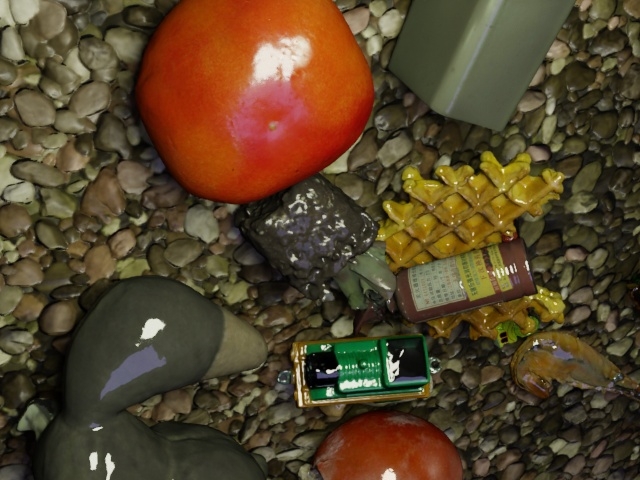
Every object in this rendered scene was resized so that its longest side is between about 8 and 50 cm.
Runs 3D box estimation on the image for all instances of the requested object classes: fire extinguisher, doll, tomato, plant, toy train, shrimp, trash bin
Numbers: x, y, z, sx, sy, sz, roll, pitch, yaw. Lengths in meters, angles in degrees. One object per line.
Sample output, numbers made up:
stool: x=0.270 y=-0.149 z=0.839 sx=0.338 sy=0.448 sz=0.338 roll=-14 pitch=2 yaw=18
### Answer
fire extinguisher: x=0.150 y=0.076 z=1.232 sx=0.252 sy=0.075 sz=0.106 roll=-17 pitch=124 yaw=13
doll: x=-0.161 y=0.263 z=1.199 sx=0.382 sy=0.252 sz=0.378 roll=15 pitch=112 yaw=-37
tomato: x=0.099 y=0.297 z=1.375 sx=0.228 sy=0.199 sz=0.112 roll=3 pitch=104 yaw=-54
plant: x=0.000 y=0.000 z=1.179 sx=0.203 sy=0.142 sz=0.131 roll=37 pitch=92 yaw=-24
toy train: x=0.255 y=0.044 z=1.363 sx=0.085 sy=0.053 sz=0.249 roll=-22 pitch=125 yaw=-4
shrimp: x=0.412 y=0.218 z=1.534 sx=0.262 sy=0.066 sz=0.117 roll=31 pitch=119 yaw=-20
tomato: x=-0.070 y=-0.156 z=1.022 sx=0.260 sy=0.180 sz=0.259 roll=-9 pitch=121 yaw=-16
trash bin: x=0.189 y=-0.264 z=1.078 sx=0.122 sy=0.164 sz=0.240 roll=11 pitch=115 yaw=-29
toy train: x=0.058 y=0.169 z=1.280 sx=0.228 sy=0.136 sz=0.091 roll=-2 pitch=75 yaw=-13

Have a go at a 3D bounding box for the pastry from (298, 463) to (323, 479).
pastry: x=-0.018 y=0.441 z=1.468 sx=0.122 sy=0.089 sz=0.258 roll=9 pitch=119 yaw=-42

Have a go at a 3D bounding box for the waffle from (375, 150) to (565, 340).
waffle: x=0.194 y=0.013 z=1.274 sx=0.260 sy=0.069 sz=0.292 roll=-4 pitch=125 yaw=5

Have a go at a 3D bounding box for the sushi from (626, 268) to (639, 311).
sushi: x=0.603 y=0.060 z=1.465 sx=0.287 sy=0.149 sz=0.140 roll=-23 pitch=122 yaw=-3

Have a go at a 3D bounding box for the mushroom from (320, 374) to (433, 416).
mushroom: x=0.086 y=0.214 z=1.395 sx=0.202 sy=0.054 sz=0.059 roll=-1 pitch=118 yaw=-29
